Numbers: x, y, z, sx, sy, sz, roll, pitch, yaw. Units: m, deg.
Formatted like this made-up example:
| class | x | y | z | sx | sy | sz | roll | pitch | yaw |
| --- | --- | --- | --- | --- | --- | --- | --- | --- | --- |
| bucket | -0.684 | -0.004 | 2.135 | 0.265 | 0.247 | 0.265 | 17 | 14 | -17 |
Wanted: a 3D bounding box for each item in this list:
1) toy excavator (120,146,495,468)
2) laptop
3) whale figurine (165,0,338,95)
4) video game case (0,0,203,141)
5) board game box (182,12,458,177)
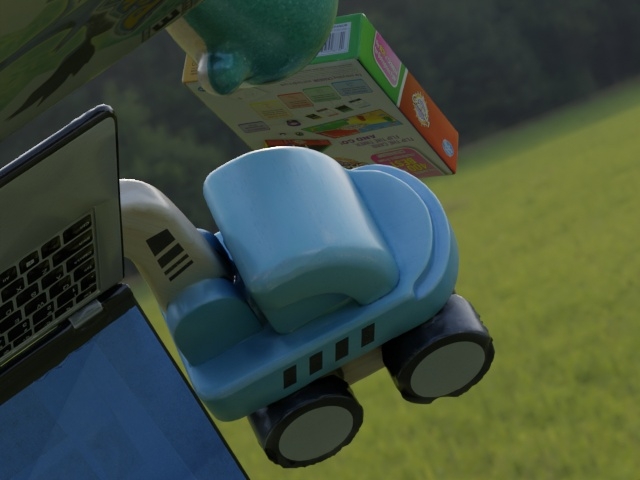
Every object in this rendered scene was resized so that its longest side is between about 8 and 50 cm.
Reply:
| class | x | y | z | sx | sy | sz | roll | pitch | yaw |
| --- | --- | --- | --- | --- | --- | --- | --- | --- | --- |
| toy excavator | -0.100 | 0.021 | 1.689 | 0.433 | 0.222 | 0.445 | -27 | -40 | 1 |
| laptop | -0.231 | 0.179 | 1.329 | 0.382 | 0.236 | 0.408 | -37 | -20 | -22 |
| whale figurine | -0.081 | -0.243 | 1.676 | 0.141 | 0.216 | 0.272 | -9 | -13 | 28 |
| video game case | -0.172 | -0.125 | 1.020 | 0.300 | 0.036 | 0.329 | -36 | -5 | -11 |
| board game box | 0.007 | -0.167 | 2.309 | 0.242 | 0.064 | 0.316 | -5 | -26 | 25 |
